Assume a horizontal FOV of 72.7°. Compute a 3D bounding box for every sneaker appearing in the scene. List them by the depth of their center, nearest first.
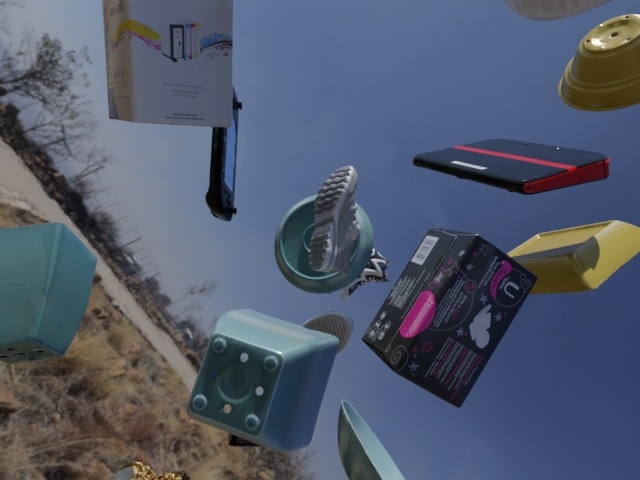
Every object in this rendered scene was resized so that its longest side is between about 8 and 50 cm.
[{"bbox_3d":[0.049,-0.049,1.097,0.105,0.115,0.281,0,-107,51],"label":"sneaker"},{"bbox_3d":[-0.004,0.301,1.381,0.135,0.150,0.366,45,-50,0],"label":"sneaker"},{"bbox_3d":[0.189,0.152,1.701,0.153,0.235,0.094,28,-17,4],"label":"sneaker"}]

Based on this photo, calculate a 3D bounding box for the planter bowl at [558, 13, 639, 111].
[{"bbox_3d":[0.554,-0.350,0.811,0.090,0.217,0.217,45,-9,-37],"label":"planter bowl"}]

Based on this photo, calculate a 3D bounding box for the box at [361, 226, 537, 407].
[{"bbox_3d":[0.211,0.121,0.744,0.142,0.247,0.163,33,-2,-14],"label":"box"}]

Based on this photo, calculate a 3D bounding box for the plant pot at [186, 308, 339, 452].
[{"bbox_3d":[-0.126,0.278,0.875,0.247,0.248,0.252,15,-10,13],"label":"plant pot"}]

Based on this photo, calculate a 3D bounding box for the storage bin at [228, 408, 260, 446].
[{"bbox_3d":[-0.151,0.490,1.160,0.122,0.180,0.084,109,-16,-50],"label":"storage bin"}]

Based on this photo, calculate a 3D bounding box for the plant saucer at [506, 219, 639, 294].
[{"bbox_3d":[0.635,0.040,1.167,0.333,0.332,0.081,-18,-85,62],"label":"plant saucer"}]

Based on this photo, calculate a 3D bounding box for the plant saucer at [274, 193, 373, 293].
[{"bbox_3d":[0.000,0.000,1.313,0.318,0.317,0.043,52,4,22],"label":"plant saucer"}]

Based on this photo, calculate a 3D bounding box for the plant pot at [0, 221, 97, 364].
[{"bbox_3d":[-0.573,0.112,0.866,0.166,0.165,0.234,90,-9,-59],"label":"plant pot"}]

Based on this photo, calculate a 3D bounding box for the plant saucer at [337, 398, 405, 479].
[{"bbox_3d":[0.066,0.264,0.464,0.195,0.037,0.195,54,-4,6],"label":"plant saucer"}]

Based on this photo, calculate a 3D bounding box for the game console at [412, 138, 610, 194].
[{"bbox_3d":[0.488,-0.197,1.137,0.386,0.342,0.060,33,-46,56],"label":"game console"}]

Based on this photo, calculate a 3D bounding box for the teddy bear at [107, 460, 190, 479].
[{"bbox_3d":[-0.268,0.474,0.741,0.338,0.245,0.113,66,4,-45],"label":"teddy bear"}]

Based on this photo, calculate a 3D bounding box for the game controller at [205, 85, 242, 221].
[{"bbox_3d":[-0.219,-0.207,0.999,0.166,0.067,0.319,142,-50,-77],"label":"game controller"}]

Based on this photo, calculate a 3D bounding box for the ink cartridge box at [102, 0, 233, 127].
[{"bbox_3d":[-0.258,-0.317,0.731,0.171,0.168,0.233,23,-66,50],"label":"ink cartridge box"}]

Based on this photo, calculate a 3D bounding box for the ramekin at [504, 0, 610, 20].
[{"bbox_3d":[0.296,-0.351,0.494,0.109,0.207,0.207,47,-11,-35],"label":"ramekin"}]
